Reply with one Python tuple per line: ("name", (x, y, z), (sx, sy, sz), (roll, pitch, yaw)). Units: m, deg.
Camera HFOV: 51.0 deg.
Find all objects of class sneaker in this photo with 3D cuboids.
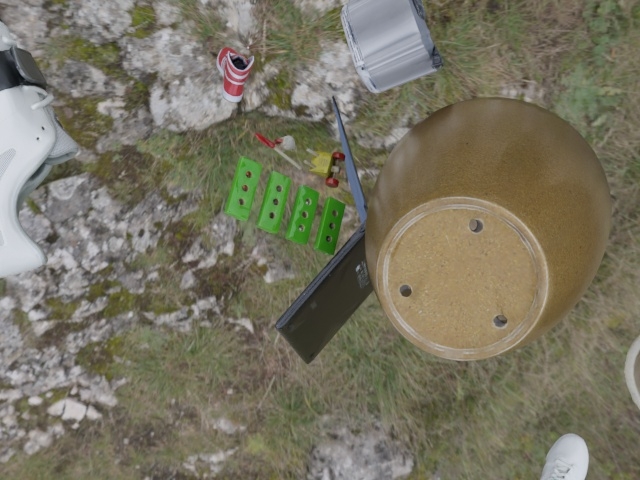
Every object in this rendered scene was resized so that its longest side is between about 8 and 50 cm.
("sneaker", (0.462, 0.479, 1.316), (0.080, 0.094, 0.212), (25, 83, 28))
("sneaker", (-0.127, -0.267, 1.001), (0.042, 0.119, 0.067), (4, 139, -21))
("sneaker", (-0.300, -0.125, 0.619), (0.146, 0.122, 0.331), (2, 87, -22))

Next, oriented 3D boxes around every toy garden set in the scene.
("toy garden set", (-0.059, -0.103, 1.277), (0.244, 0.049, 0.204), (23, 73, -33))

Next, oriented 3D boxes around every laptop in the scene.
("laptop", (0.000, 0.000, 1.387), (0.236, 0.382, 0.408), (38, 79, 18))

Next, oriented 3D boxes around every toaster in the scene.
("toaster", (0.132, -0.375, 1.246), (0.146, 0.129, 0.227), (-21, 67, 18))

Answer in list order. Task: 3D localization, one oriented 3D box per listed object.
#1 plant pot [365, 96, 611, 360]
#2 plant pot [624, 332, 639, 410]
("plant pot", (0.135, 0.000, 0.574), (0.237, 0.254, 0.237), (4, 103, 17))
("plant pot", (0.610, 0.105, 0.851), (0.334, 0.333, 0.305), (52, 58, -16))
